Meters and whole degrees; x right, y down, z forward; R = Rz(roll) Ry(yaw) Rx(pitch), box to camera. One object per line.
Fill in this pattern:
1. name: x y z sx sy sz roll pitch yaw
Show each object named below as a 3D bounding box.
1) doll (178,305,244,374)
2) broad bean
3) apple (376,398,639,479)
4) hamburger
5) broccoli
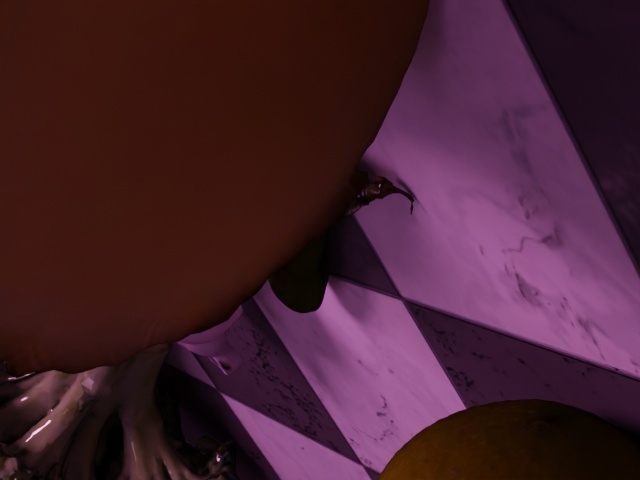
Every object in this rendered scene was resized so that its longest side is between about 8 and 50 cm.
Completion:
1. doll: -0.149 -0.042 1.071 0.160 0.094 0.365 16 143 53
2. broad bean: -0.004 -0.004 0.915 0.069 0.039 0.227 42 160 1
3. apple: 0.111 0.180 0.806 0.196 0.196 0.157 49 -166 -1
4. hamburger: -0.088 -0.100 0.634 0.186 0.261 0.303 43 -158 31
5. broccoli: -0.250 0.195 1.489 0.375 0.249 0.302 37 158 -1
